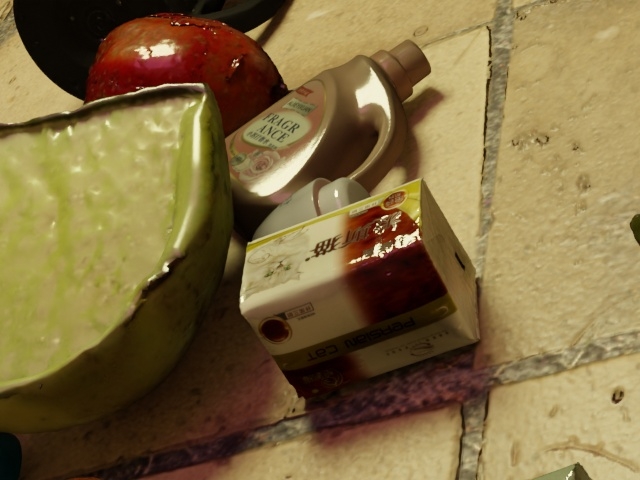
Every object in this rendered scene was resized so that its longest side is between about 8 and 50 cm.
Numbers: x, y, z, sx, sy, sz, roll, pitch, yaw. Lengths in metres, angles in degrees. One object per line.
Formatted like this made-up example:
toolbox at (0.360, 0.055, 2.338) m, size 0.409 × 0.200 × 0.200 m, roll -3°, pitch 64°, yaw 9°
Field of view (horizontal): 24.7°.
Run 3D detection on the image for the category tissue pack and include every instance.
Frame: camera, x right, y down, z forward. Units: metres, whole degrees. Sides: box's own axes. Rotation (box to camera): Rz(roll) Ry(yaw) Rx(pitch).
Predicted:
tissue pack at (0.030, 0.038, 1.092) m, size 0.149 × 0.106 × 0.099 m, roll -21°, pitch 34°, yaw 19°

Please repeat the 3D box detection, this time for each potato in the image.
potato at (-0.207, 0.052, 1.231) m, size 0.330 × 0.213 × 0.280 m, roll -11°, pitch 54°, yaw 15°

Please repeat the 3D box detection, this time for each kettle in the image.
kettle at (-0.189, -0.312, 1.689) m, size 0.251 × 0.207 × 0.271 m, roll -20°, pitch 25°, yaw 31°

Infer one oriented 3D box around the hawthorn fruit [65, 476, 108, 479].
hawthorn fruit at (-0.169, 0.245, 0.967) m, size 0.203 × 0.162 × 0.162 m, roll -29°, pitch 26°, yaw 41°

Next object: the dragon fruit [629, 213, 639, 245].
dragon fruit at (0.326, -0.017, 0.799) m, size 0.303 × 0.231 × 0.237 m, roll -13°, pitch 47°, yaw 46°

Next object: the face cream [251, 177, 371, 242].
face cream at (0.000, 0.000, 1.188) m, size 0.095 × 0.091 × 0.091 m, roll -28°, pitch 31°, yaw 21°

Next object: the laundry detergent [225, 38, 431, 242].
laundry detergent at (0.015, -0.087, 1.314) m, size 0.237 × 0.076 × 0.171 m, roll -35°, pitch 34°, yaw -8°

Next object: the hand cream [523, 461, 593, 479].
hand cream at (0.075, 0.193, 0.897) m, size 0.205 × 0.050 × 0.078 m, roll -25°, pitch 32°, yaw 19°

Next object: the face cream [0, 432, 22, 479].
face cream at (-0.363, 0.200, 1.249) m, size 0.285 × 0.067 × 0.139 m, roll 6°, pitch 49°, yaw 47°

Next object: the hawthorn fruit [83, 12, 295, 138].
hawthorn fruit at (-0.113, -0.142, 1.420) m, size 0.235 × 0.181 × 0.181 m, roll -10°, pitch 37°, yaw 16°
